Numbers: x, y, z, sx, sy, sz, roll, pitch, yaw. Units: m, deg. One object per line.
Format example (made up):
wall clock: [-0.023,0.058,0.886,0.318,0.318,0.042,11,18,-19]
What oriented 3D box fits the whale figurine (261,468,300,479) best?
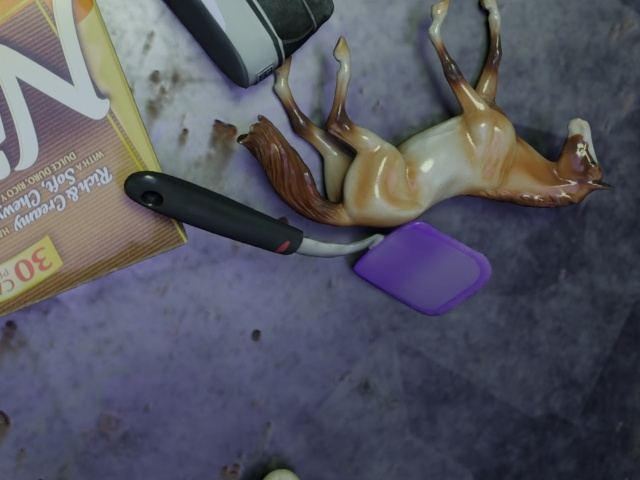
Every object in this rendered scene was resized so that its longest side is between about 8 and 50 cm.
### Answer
whale figurine: [-0.005,0.317,0.715,0.216,0.141,0.272,-30,81,-8]

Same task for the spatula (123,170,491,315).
spatula: [0.000,0.000,0.642,0.296,0.030,0.084,16,140,-36]

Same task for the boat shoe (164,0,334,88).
boat shoe: [-0.096,-0.248,0.586,0.105,0.113,0.306,-42,110,-11]

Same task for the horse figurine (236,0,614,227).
horse figurine: [0.070,-0.077,0.683,0.263,0.066,0.175,-20,99,-12]

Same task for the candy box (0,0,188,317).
candy box: [-0.227,-0.114,0.586,0.182,0.087,0.317,-22,104,-11]
